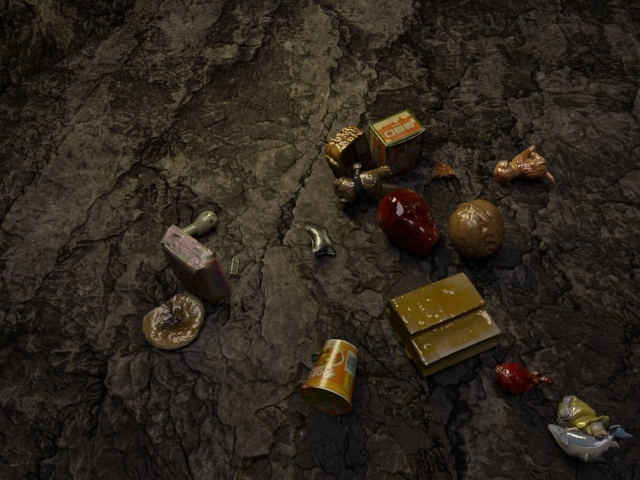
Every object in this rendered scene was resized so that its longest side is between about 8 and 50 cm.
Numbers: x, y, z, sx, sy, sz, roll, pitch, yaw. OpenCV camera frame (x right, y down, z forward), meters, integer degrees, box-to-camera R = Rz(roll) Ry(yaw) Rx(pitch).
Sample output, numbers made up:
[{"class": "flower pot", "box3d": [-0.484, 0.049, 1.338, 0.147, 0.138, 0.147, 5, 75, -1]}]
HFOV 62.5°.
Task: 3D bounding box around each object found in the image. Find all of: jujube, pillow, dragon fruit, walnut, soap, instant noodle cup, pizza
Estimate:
[{"class": "jujube", "box3d": [0.319, -0.065, 1.886, 0.190, 0.190, 0.255, -38, 68, -19]}, {"class": "pillow", "box3d": [0.001, -0.001, 1.940, 0.091, 0.055, 0.135, -12, 57, -6]}, {"class": "dragon fruit", "box3d": [0.606, 0.422, 1.586, 0.190, 0.094, 0.094, 14, 55, -14]}, {"class": "walnut", "box3d": [0.538, -0.042, 1.825, 0.213, 0.213, 0.213, -3, 56, 4]}, {"class": "soap", "box3d": [0.387, 0.264, 1.683, 0.281, 0.143, 0.259, -20, 59, -14]}, {"class": "instant noodle cup", "box3d": [0.040, 0.408, 1.610, 0.168, 0.168, 0.185, 11, 49, 13]}, {"class": "pizza", "box3d": [0.483, -0.281, 2.103, 0.100, 0.029, 0.099, -5, 48, -1]}]

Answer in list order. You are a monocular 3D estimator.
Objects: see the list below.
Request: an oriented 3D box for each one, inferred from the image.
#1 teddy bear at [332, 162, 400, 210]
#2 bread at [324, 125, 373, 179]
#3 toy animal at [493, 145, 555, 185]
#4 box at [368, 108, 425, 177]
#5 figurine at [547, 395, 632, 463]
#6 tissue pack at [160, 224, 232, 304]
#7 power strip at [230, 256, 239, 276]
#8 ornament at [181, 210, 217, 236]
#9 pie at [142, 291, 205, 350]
[{"class": "teddy bear", "box3d": [0.175, -0.212, 1.994, 0.251, 0.129, 0.182, -14, 85, -4]}, {"class": "bread", "box3d": [0.110, -0.326, 2.052, 0.181, 0.222, 0.096, -45, 58, -11]}, {"class": "toy animal", "box3d": [0.769, -0.253, 2.009, 0.185, 0.104, 0.184, -19, 55, -12]}, {"class": "box", "box3d": [0.300, -0.375, 2.079, 0.177, 0.195, 0.148, -25, 58, -12]}, {"class": "figurine", "box3d": [0.737, 0.522, 1.464, 0.208, 0.128, 0.184, -19, 47, 39]}, {"class": "tissue pack", "box3d": [-0.426, 0.091, 1.799, 0.215, 0.256, 0.123, 31, 67, 24]}, {"class": "power strip", "box3d": [-0.312, 0.094, 1.930, 0.027, 0.017, 0.083, -1, 58, 3]}, {"class": "ornament", "box3d": [-0.464, -0.051, 2.012, 0.156, 0.081, 0.075, -34, 23, -15]}, {"class": "pie", "box3d": [-0.492, 0.283, 1.800, 0.218, 0.052, 0.185, -36, 66, -15]}]
